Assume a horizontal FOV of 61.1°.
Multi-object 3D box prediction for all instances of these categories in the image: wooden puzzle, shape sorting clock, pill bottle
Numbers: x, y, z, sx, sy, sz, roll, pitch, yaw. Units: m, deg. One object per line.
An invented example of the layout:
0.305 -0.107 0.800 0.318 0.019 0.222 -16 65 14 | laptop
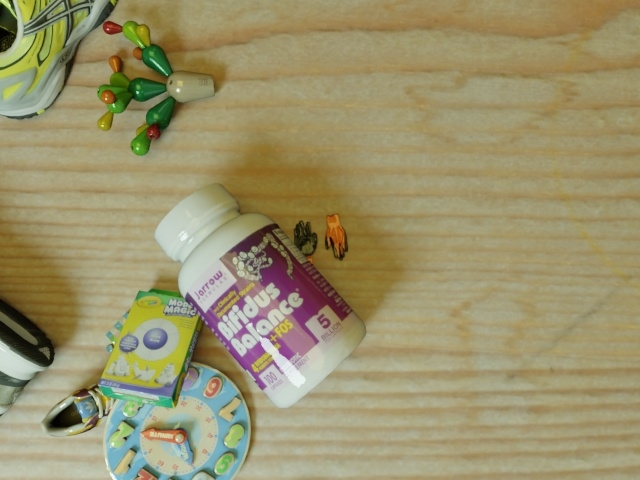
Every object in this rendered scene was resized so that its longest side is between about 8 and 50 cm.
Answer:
-0.298 0.144 0.840 0.049 0.006 0.083 42 85 5 | wooden puzzle
-0.202 0.279 0.780 0.206 0.040 0.206 2 84 -16 | shape sorting clock
-0.091 0.070 0.767 0.169 0.169 0.301 -42 84 -4 | pill bottle

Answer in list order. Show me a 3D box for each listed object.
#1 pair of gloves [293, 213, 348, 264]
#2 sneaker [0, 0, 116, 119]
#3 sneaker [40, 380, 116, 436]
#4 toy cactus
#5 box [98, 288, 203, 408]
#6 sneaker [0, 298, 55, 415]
0.000 0.000 0.854 0.083 0.010 0.074 -11 84 2 | pair of gloves
-0.428 -0.381 0.840 0.145 0.147 0.385 17 82 5 | sneaker
-0.308 0.233 0.790 0.185 0.084 0.070 -30 83 -3 | sneaker
-0.260 -0.248 0.853 0.180 0.112 0.219 -6 74 -10 | toy cactus
-0.234 0.144 0.787 0.105 0.043 0.179 9 49 1 | box
-0.635 0.125 0.765 0.447 0.169 0.257 39 83 3 | sneaker
